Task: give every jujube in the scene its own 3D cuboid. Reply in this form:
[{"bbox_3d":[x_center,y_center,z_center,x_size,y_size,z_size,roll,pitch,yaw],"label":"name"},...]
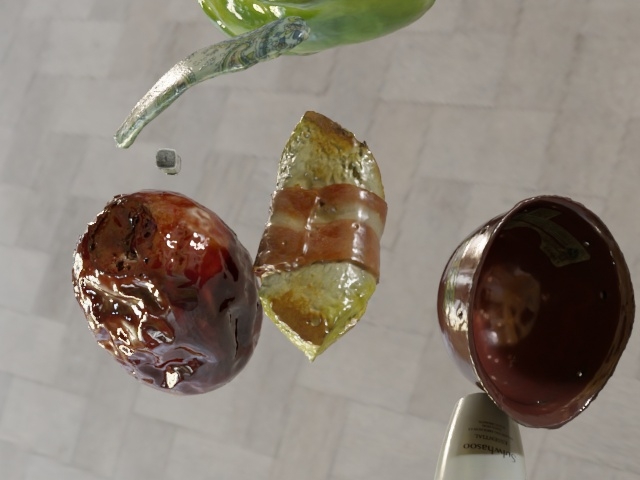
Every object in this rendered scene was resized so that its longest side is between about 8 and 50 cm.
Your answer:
[{"bbox_3d":[-0.153,0.050,1.564,0.183,0.243,0.183,-9,55,13],"label":"jujube"}]

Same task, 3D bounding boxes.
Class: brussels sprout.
[{"bbox_3d":[-0.014,-0.382,1.911,0.314,0.276,0.371,-11,26,3],"label":"brussels sprout"}]

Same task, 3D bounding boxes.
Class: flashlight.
[{"bbox_3d":[-0.131,-0.068,1.314,0.083,0.018,0.018,166,109,-87],"label":"flashlight"}]

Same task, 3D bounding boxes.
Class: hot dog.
[{"bbox_3d":[0.004,0.003,1.464,0.123,0.093,0.261,4,62,16],"label":"hot dog"}]

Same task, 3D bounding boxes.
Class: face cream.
[{"bbox_3d":[0.116,0.191,1.102,0.182,0.072,0.051,-79,4,-46],"label":"face cream"}]

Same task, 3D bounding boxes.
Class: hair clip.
[{"bbox_3d":[-0.108,-0.148,1.393,0.229,0.036,0.066,-28,32,24],"label":"hair clip"}]

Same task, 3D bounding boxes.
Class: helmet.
[{"bbox_3d":[0.145,0.058,1.151,0.106,0.155,0.175,-14,63,56],"label":"helmet"}]
